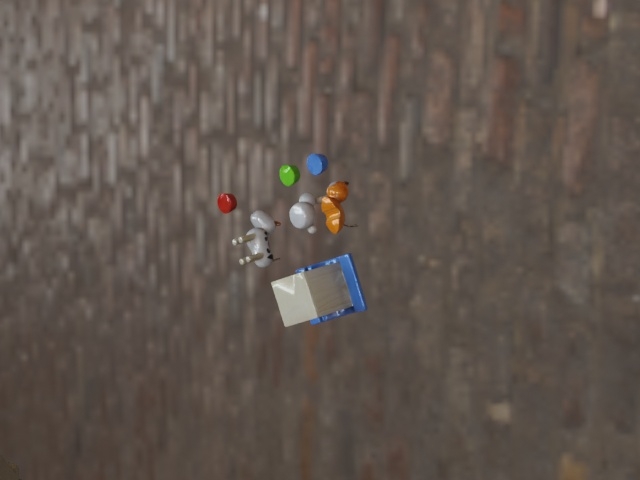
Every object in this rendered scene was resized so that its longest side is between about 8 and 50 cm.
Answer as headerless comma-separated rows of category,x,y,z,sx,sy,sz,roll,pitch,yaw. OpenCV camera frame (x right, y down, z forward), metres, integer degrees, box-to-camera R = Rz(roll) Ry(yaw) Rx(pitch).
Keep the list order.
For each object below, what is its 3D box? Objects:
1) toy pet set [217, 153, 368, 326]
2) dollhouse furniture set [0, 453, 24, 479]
toy pet set,0.000,0.000,1.250,0.122,0.065,0.114,-18,88,49
dollhouse furniture set,-0.378,0.252,1.580,0.301,0.197,0.151,90,-164,-70
